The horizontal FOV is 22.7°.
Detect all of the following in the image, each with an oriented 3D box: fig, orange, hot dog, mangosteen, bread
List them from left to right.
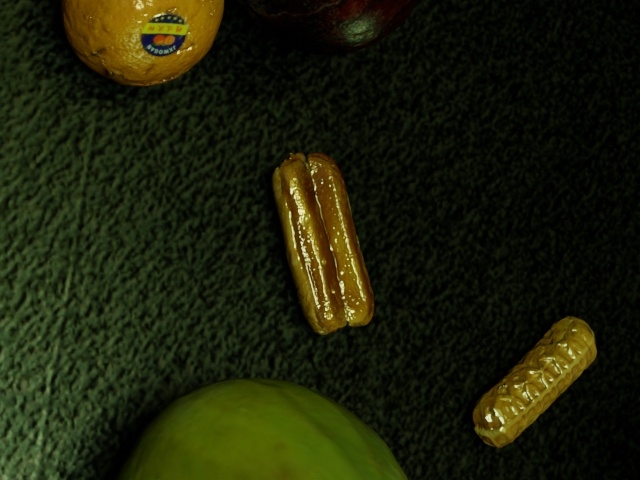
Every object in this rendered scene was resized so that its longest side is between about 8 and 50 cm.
[{"bbox_3d":[-0.151,-0.195,1.319,0.135,0.117,0.135,-20,133,-24],"label":"orange"},{"bbox_3d":[-0.032,0.227,1.233,0.239,0.271,0.239,1,88,-38],"label":"fig"},{"bbox_3d":[0.000,0.000,1.405,0.071,0.045,0.165,-14,89,-25],"label":"hot dog"},{"bbox_3d":[0.006,-0.270,1.353,0.216,0.216,0.216,4,81,-25],"label":"mangosteen"},{"bbox_3d":[0.200,0.131,1.483,0.157,0.044,0.052,-41,98,-25],"label":"bread"}]
